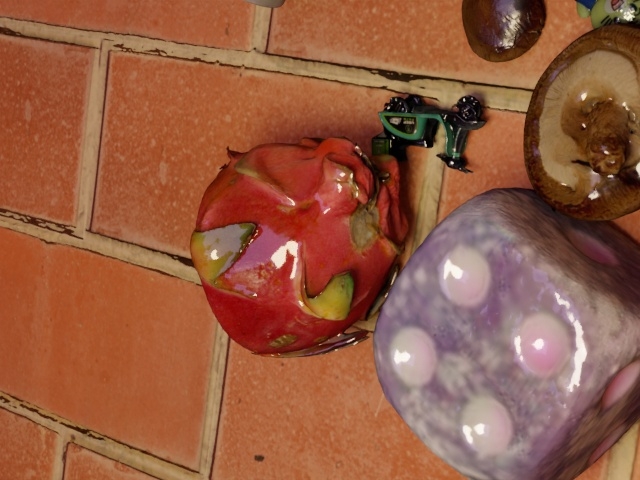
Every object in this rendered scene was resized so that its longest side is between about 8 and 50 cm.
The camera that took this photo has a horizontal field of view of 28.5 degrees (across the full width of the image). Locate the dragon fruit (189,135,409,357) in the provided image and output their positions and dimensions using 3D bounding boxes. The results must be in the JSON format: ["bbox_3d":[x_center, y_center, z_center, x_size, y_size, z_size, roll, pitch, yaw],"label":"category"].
[{"bbox_3d":[0.000,0.000,1.643,0.225,0.305,0.306,-10,86,35],"label":"dragon fruit"}]

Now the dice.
[{"bbox_3d":[0.246,0.115,1.470,0.270,0.270,0.271,44,117,27],"label":"dice"}]

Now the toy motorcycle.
[{"bbox_3d":[0.145,-0.143,1.669,0.173,0.058,0.100,7,103,38],"label":"toy motorcycle"}]

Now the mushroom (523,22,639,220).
[{"bbox_3d":[0.337,-0.133,1.436,0.231,0.138,0.194,-52,34,25],"label":"mushroom"}]

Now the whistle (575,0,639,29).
[{"bbox_3d":[0.339,-0.312,1.494,0.105,0.085,0.227,-41,69,28],"label":"whistle"}]

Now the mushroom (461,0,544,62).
[{"bbox_3d":[0.227,-0.289,1.602,0.123,0.052,0.123,4,96,41],"label":"mushroom"}]

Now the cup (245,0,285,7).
[{"bbox_3d":[-0.072,-0.508,1.715,0.212,0.212,0.317,43,116,27],"label":"cup"}]
